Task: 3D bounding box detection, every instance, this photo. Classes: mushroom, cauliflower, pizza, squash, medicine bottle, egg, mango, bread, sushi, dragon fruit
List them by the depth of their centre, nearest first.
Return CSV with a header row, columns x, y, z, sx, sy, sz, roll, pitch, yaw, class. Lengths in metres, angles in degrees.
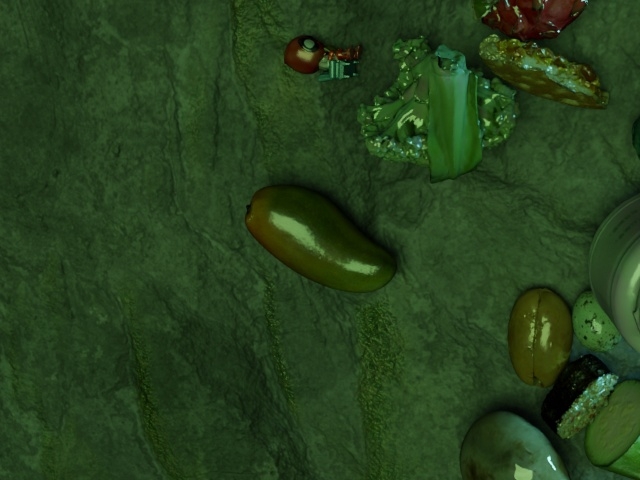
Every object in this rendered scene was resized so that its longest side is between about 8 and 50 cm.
x,y,z,sx,sy,sz,roll,pitch,yaw,class
0.566,0.076,1.555,0.256,0.325,0.256,-1,109,-3,medicine bottle
0.337,-0.398,1.615,0.209,0.172,0.172,-15,99,10,dragon fruit
0.362,-0.271,1.656,0.246,0.127,0.058,17,85,-7,pizza
0.194,-0.231,1.659,0.256,0.239,0.315,20,154,11,cauliflower
0.545,0.335,1.755,0.123,0.170,0.170,31,113,-5,squash
0.474,0.138,1.760,0.085,0.085,0.110,-24,84,23,egg
0.449,0.275,1.792,0.150,0.090,0.078,-57,46,19,sushi
0.386,0.177,1.808,0.114,0.077,0.189,3,103,14,bread
0.353,0.408,1.833,0.226,0.178,0.226,35,144,31,mushroom
-0.004,0.003,1.861,0.289,0.129,0.146,40,104,1,mango

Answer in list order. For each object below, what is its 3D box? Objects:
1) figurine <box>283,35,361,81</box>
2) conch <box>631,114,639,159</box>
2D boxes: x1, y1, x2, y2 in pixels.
x,y,z,sx,sy,sz,roll,pitch,yaw,class
-0.001,-0.319,1.808,0.140,0.068,0.075,13,112,22,figurine
0.605,-0.154,1.588,0.202,0.134,0.196,3,65,-3,conch
